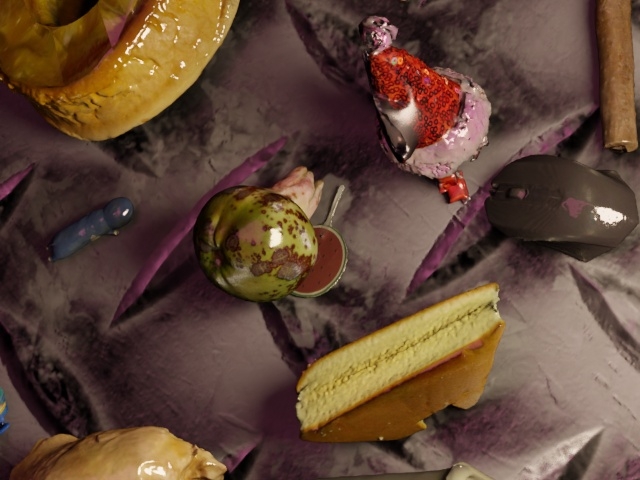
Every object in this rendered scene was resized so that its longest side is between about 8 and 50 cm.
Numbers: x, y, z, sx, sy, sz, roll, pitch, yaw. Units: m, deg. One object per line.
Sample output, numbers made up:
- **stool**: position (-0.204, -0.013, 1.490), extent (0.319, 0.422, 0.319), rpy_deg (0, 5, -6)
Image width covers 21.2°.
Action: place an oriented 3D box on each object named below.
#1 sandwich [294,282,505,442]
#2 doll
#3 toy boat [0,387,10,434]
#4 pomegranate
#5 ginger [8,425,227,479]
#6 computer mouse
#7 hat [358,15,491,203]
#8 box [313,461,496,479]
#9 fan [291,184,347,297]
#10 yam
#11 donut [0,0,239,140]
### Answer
- **sandwich**: position (0.091, 0.131, 1.708), extent (0.244, 0.088, 0.090), rpy_deg (-28, 50, 18)
- **doll**: position (-0.269, -0.012, 1.985), extent (0.125, 0.027, 0.037), rpy_deg (-29, 58, 17)
- **toy boat**: position (-0.427, 0.237, 1.923), extent (0.091, 0.110, 0.175), rpy_deg (24, 39, 32)
- **pomegranate**: position (-0.062, -0.017, 1.816), extent (0.138, 0.125, 0.163), rpy_deg (10, 74, 45)
- **ginger**: position (-0.226, 0.261, 1.775), extent (0.267, 0.138, 0.152), rpy_deg (-2, 43, 27)
- **computer mouse**: position (0.237, -0.037, 1.718), extent (0.172, 0.057, 0.099), rpy_deg (13, 83, 32)
- **hat**: position (0.088, -0.149, 1.745), extent (0.129, 0.227, 0.140), rpy_deg (-3, 62, 25)
- **box**: position (0.069, 0.349, 1.605), extent (0.178, 0.138, 0.274), rpy_deg (-4, 65, 32)
- **fan**: position (0.000, 0.000, 1.853), extent (0.085, 0.005, 0.133), rpy_deg (15, 77, 33)
- **yam**: position (0.309, -0.244, 1.778), extent (0.045, 0.045, 0.326), rpy_deg (4, 69, -5)
- **donut**: position (-0.258, -0.290, 2.018), extent (0.330, 0.160, 0.330), rpy_deg (-16, 56, 26)
